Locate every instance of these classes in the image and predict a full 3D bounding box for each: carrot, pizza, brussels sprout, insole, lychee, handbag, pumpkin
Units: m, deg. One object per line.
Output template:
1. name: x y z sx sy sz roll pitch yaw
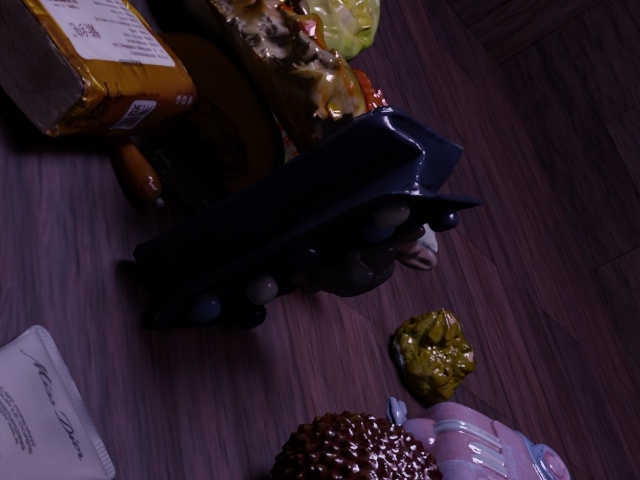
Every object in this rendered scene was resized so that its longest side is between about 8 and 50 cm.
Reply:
1. carrot: -0.213 -0.092 1.176 0.142 0.035 0.035 55 19 10
2. pizza: 0.012 -0.161 1.238 0.440 0.130 0.406 57 -2 -8
3. brussels sprout: -0.059 -0.389 1.559 0.344 0.268 0.344 29 12 -7
4. insole: -0.122 -0.025 1.321 0.248 0.011 0.081 44 23 -33
5. lychee: 0.033 0.259 1.070 0.188 0.188 0.188 48 23 -28
6. handbag: 0.000 0.000 1.119 0.269 0.326 0.118 9 57 -63
7. pumpkin: -0.118 -0.184 1.417 0.278 0.111 0.163 53 17 -14

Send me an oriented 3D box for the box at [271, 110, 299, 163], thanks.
1. box: 0.001 -0.162 1.692 0.198 0.084 0.310 60 20 0

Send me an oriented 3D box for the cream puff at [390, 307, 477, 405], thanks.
1. cream puff: 0.179 0.166 1.613 0.146 0.116 0.146 46 22 -25

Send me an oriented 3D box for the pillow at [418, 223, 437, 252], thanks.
1. pillow: 0.129 -0.094 1.908 0.144 0.078 0.254 31 33 -34

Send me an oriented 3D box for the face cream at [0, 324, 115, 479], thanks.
1. face cream: -0.237 0.142 0.748 0.143 0.089 0.314 61 10 3

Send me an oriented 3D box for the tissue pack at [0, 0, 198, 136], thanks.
1. tissue pack: -0.247 -0.195 1.117 0.183 0.092 0.226 53 19 9

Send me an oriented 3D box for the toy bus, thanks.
1. toy bus: 0.165 0.327 1.271 0.232 0.197 0.294 39 27 -22
